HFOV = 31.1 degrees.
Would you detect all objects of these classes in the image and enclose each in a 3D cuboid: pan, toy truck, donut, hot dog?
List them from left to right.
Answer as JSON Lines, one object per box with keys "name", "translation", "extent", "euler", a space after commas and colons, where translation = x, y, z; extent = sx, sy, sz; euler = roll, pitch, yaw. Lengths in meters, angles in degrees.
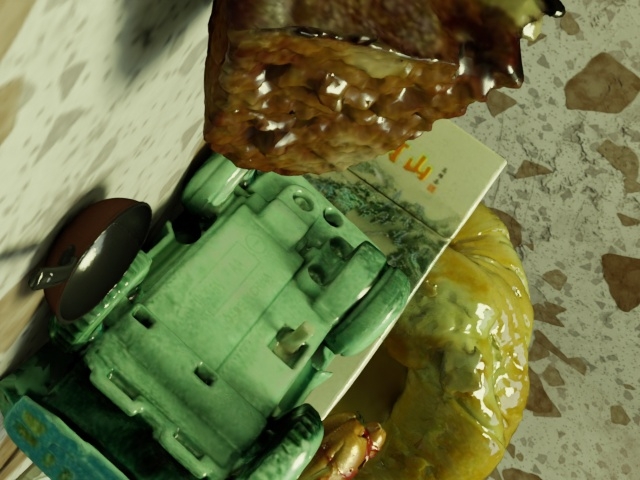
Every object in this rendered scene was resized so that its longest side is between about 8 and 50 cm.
{"name": "pan", "translation": [-0.111, 0.007, 0.515], "extent": [0.068, 0.023, 0.115], "euler": [-56, 174, 7]}
{"name": "toy truck", "translation": [-0.063, 0.059, 0.695], "extent": [0.156, 0.155, 0.279], "euler": [-46, -177, 38]}
{"name": "hot dog", "translation": [-0.022, 0.151, 0.668], "extent": [0.144, 0.038, 0.062], "euler": [-40, -173, 4]}
{"name": "donut", "translation": [0.048, 0.105, 1.167], "extent": [0.360, 0.360, 0.170], "euler": [-55, 171, 26]}
{"name": "donut", "translation": [0.024, -0.119, 0.468], "extent": [0.126, 0.144, 0.187], "euler": [133, -35, -57]}

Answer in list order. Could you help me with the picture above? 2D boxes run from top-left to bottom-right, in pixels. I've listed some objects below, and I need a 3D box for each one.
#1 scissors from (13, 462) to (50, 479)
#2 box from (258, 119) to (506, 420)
{"name": "scissors", "translation": [-0.174, 0.145, 0.797], "extent": [0.212, 0.110, 0.021], "euler": [-42, -145, -18]}
{"name": "box", "translation": [0.000, 0.000, 0.876], "extent": [0.256, 0.164, 0.069], "euler": [-54, 177, -6]}
